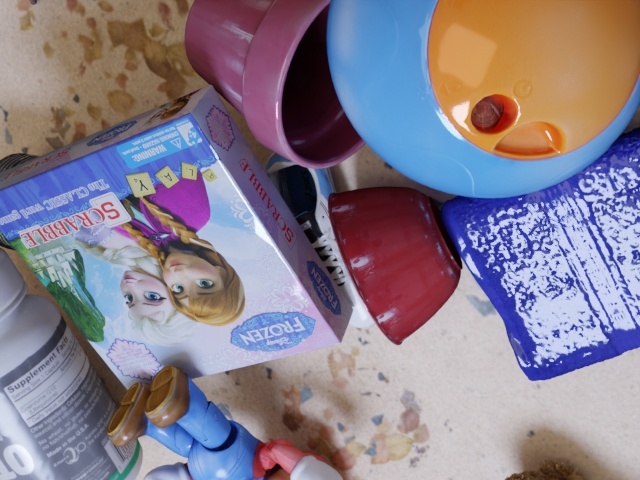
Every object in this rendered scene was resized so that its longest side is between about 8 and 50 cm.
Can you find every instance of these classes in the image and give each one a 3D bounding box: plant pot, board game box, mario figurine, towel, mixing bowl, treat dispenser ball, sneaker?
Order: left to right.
[{"bbox_3d":[-0.175,0.017,1.141,0.319,0.066,0.318,-17,119,29],"label":"board game box"},{"bbox_3d":[-0.102,0.297,1.219,0.320,0.170,0.198,38,168,-22],"label":"mario figurine"},{"bbox_3d":[-0.037,-0.200,1.052,0.180,0.201,0.201,30,121,33],"label":"plant pot"},{"bbox_3d":[0.000,0.000,1.160,0.085,0.086,0.237,-20,99,34],"label":"sneaker"},{"bbox_3d":[0.091,0.011,1.079,0.098,0.181,0.181,-25,96,14],"label":"mixing bowl"},{"bbox_3d":[0.149,-0.180,0.888,0.288,0.288,0.288,10,113,25],"label":"treat dispenser ball"},{"bbox_3d":[0.302,0.004,1.013,0.308,0.076,0.227,-22,105,32],"label":"towel"}]

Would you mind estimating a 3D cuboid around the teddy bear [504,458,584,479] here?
[{"bbox_3d":[0.314,0.398,1.079,0.338,0.245,0.113,25,161,20],"label":"teddy bear"}]

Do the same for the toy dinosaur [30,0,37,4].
[{"bbox_3d":[-0.334,-0.403,1.169,0.200,0.127,0.295,13,120,16],"label":"toy dinosaur"}]

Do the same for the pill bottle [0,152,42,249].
[{"bbox_3d":[-0.303,-0.034,1.283,0.246,0.130,0.130,10,113,25],"label":"pill bottle"}]

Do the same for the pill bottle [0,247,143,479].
[{"bbox_3d":[-0.408,0.203,1.348,0.204,0.204,0.361,-12,115,31],"label":"pill bottle"}]
